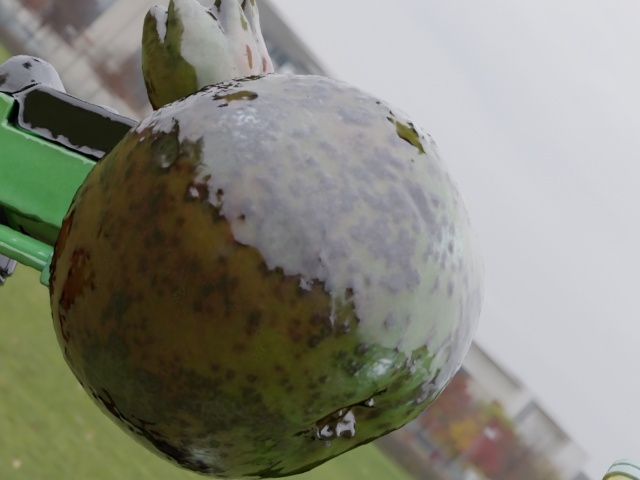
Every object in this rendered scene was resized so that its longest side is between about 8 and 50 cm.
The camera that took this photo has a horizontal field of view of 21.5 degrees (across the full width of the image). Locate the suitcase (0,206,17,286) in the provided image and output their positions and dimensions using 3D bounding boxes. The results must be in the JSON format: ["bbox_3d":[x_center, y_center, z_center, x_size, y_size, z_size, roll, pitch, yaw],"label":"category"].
[{"bbox_3d":[-0.478,-0.031,1.582,0.345,0.188,0.339,30,-10,-30],"label":"suitcase"}]

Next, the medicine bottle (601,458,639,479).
[{"bbox_3d":[0.297,0.332,1.859,0.074,0.218,0.074,25,-45,28],"label":"medicine bottle"}]

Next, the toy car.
[{"bbox_3d":[-0.181,-0.037,1.436,0.213,0.176,0.358,21,-4,15],"label":"toy car"}]

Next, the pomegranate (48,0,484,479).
[{"bbox_3d":[-0.050,-0.020,1.105,0.341,0.285,0.285,69,9,28],"label":"pomegranate"}]

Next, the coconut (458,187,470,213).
[{"bbox_3d":[0.000,0.000,1.905,0.323,0.323,0.323,45,-2,2],"label":"coconut"}]
